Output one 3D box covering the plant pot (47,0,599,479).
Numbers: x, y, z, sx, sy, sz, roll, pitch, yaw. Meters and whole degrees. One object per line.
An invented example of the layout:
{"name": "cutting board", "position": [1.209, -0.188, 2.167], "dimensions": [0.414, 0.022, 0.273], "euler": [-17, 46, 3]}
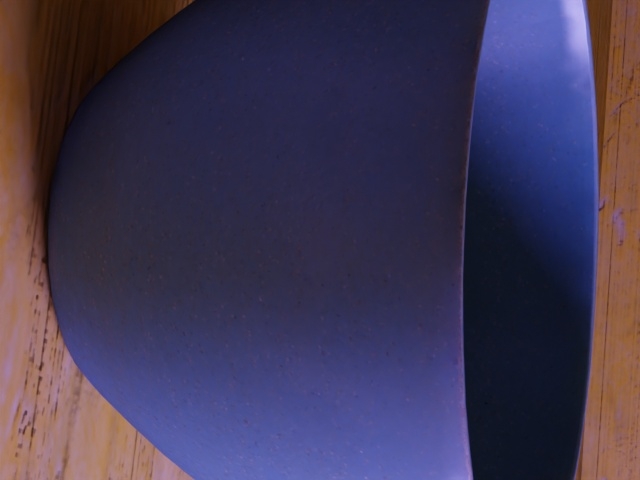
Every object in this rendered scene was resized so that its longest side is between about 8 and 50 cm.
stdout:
{"name": "plant pot", "position": [0.000, 0.000, 0.812], "dimensions": [0.290, 0.195, 0.290], "euler": [1, 90, -72]}
